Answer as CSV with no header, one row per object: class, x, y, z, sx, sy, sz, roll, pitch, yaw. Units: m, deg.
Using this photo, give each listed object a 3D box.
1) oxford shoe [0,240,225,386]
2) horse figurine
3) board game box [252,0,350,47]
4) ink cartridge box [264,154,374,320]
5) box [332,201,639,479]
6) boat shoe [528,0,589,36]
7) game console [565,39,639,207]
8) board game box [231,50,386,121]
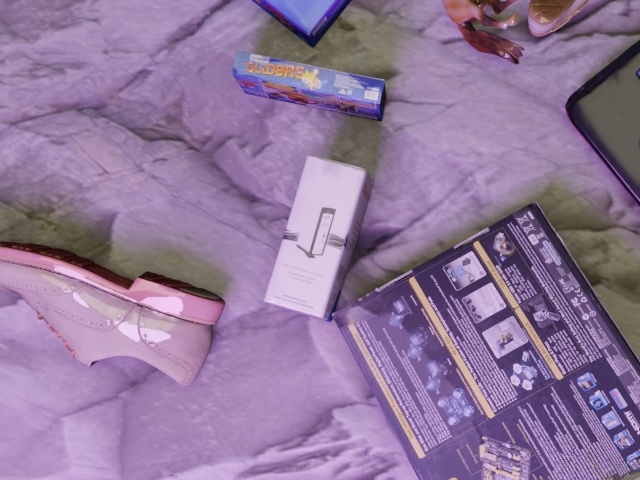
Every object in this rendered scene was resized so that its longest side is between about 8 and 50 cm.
oxford shoe,-0.338,0.094,1.713,0.397,0.140,0.146,15,93,7
horse figurine,0.220,-0.372,1.723,0.066,0.174,0.263,-6,98,-35
board game box,0.005,-0.481,1.768,0.233,0.078,0.347,39,88,6
ink cartridge box,0.000,0.000,1.690,0.086,0.148,0.203,16,85,7
box,0.242,0.189,1.623,0.318,0.097,0.395,-29,64,-1
boat shoe,0.343,-0.344,1.742,0.170,0.059,0.063,-40,73,-19
game console,0.574,-0.169,1.668,0.386,0.060,0.342,-39,88,11
board game box,-0.012,-0.208,1.716,0.201,0.136,0.035,12,86,4
